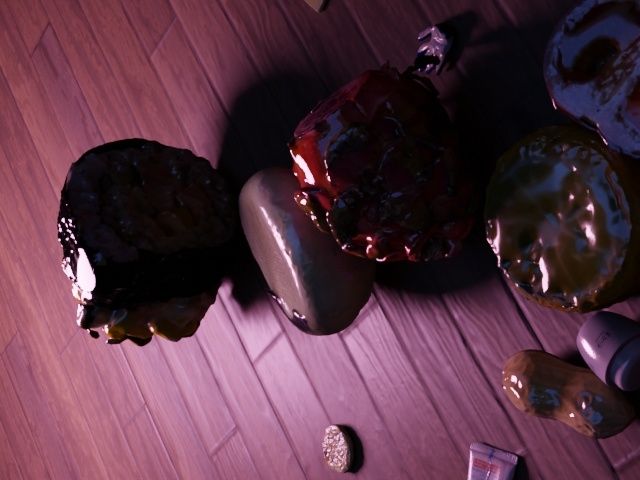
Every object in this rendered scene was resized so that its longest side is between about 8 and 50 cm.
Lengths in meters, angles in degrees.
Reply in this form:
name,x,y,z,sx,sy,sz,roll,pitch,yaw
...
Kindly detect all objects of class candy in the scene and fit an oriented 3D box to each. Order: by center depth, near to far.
name,x,y,z,sx,sy,sz,roll,pitch,yaw
candy,0.338,-0.029,1.690,0.260,0.118,0.260,13,109,43

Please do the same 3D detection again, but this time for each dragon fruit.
name,x,y,z,sx,sy,sz,roll,pitch,yaw
dragon fruit,0.107,-0.097,1.845,0.250,0.269,0.291,-37,103,29

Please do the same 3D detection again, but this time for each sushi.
name,x,y,z,sx,sy,sz,roll,pitch,yaw
sushi,-0.327,0.012,2.302,0.329,0.328,0.285,54,142,27

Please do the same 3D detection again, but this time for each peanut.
name,x,y,z,sx,sy,sz,roll,pitch,yaw
peanut,0.333,0.209,1.738,0.214,0.098,0.090,16,98,44

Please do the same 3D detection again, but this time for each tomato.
name,x,y,z,sx,sy,sz,roll,pitch,yaw
tomato,0.402,-0.211,1.583,0.228,0.112,0.199,44,113,22

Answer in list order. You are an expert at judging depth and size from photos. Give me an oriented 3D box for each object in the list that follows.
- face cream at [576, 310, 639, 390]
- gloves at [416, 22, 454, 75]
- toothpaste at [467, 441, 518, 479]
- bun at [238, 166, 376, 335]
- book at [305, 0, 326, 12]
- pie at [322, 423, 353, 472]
name,x,y,z,sx,sy,sz,roll,pitch,yaw
face cream,0.390,0.143,1.668,0.095,0.091,0.091,42,125,42
gloves,0.169,-0.288,1.906,0.064,0.026,0.086,50,136,32
toothpaste,0.244,0.425,1.911,0.089,0.057,0.234,13,99,45
bun,0.000,0.000,2.025,0.293,0.187,0.293,55,160,32
book,-0.004,-0.440,2.088,0.077,0.014,0.111,48,129,33
pie,0.029,0.352,2.166,0.085,0.017,0.085,10,103,49
